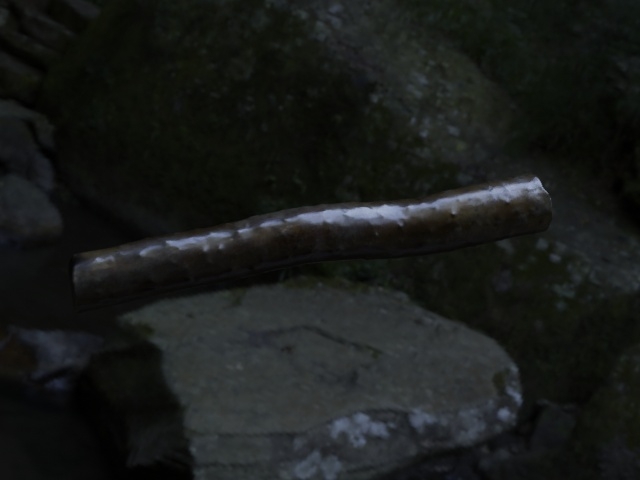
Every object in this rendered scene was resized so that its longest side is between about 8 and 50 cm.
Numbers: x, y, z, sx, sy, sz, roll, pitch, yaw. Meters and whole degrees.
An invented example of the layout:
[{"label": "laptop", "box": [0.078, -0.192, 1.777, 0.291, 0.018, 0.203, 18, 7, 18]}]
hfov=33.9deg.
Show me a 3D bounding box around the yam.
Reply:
[{"label": "yam", "box": [0.000, 0.000, 0.691, 0.327, 0.045, 0.045, -10, -16, -18]}]
